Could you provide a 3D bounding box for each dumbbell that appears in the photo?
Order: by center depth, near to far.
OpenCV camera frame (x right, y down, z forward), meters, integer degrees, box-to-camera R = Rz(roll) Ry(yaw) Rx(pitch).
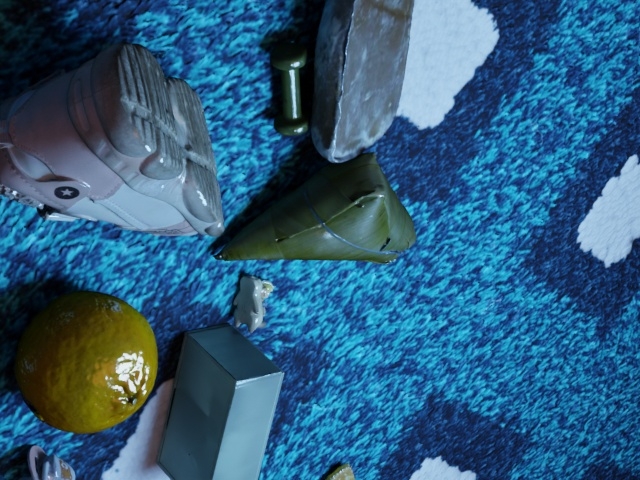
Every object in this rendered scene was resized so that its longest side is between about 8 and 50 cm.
[{"bbox_3d":[-0.038,-0.190,1.564,0.052,0.046,0.118,-69,162,-52],"label":"dumbbell"}]

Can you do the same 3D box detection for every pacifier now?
[{"bbox_3d":[-0.363,0.315,1.612,0.078,0.081,0.099,-24,139,10],"label":"pacifier"}]

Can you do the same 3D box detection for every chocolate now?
[{"bbox_3d":[0.040,-0.235,1.577,0.157,0.080,0.254,-36,142,-44],"label":"chocolate"}]

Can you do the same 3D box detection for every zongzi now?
[{"bbox_3d":[0.000,0.000,1.712,0.256,0.115,0.228,-31,153,5],"label":"zongzi"}]

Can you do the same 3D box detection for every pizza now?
[{"bbox_3d":[0.029,0.407,2.068,0.083,0.025,0.078,-45,135,2],"label":"pizza"}]

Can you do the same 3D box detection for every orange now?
[{"bbox_3d":[-0.282,0.149,1.506,0.177,0.155,0.178,-12,114,-29],"label":"orange"}]

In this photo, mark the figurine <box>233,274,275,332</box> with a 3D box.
[{"bbox_3d":[-0.090,0.085,1.722,0.050,0.047,0.083,-14,121,-54],"label":"figurine"}]

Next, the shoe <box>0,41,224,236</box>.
[{"bbox_3d":[-0.233,-0.096,1.381,0.198,0.172,0.351,-14,158,9],"label":"shoe"}]

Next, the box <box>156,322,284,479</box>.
[{"bbox_3d":[-0.141,0.246,1.717,0.086,0.129,0.225,-8,123,-39],"label":"box"}]
